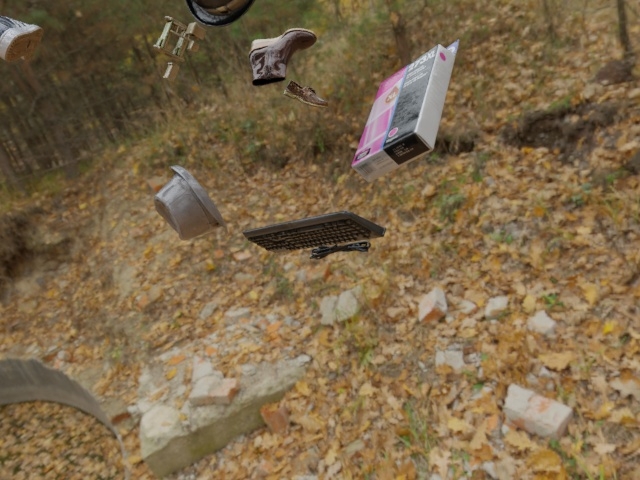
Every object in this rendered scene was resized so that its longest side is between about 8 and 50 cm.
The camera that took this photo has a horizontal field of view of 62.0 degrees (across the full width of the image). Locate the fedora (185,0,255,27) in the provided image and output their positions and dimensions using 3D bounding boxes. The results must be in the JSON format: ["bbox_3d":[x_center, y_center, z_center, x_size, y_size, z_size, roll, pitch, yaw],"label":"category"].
[{"bbox_3d":[-0.318,-0.784,1.524,0.334,0.334,0.152,-2,0,34],"label":"fedora"}]

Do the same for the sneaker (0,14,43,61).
[{"bbox_3d":[-0.817,-0.534,1.352,0.099,0.153,0.282,-60,21,13],"label":"sneaker"}]

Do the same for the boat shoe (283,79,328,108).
[{"bbox_3d":[-0.049,-0.512,1.869,0.178,0.060,0.064,28,20,21],"label":"boat shoe"}]

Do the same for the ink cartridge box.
[{"bbox_3d":[0.190,-0.301,1.154,0.175,0.069,0.371,-23,35,46],"label":"ink cartridge box"}]

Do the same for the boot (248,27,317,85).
[{"bbox_3d":[-0.126,-0.630,1.858,0.248,0.090,0.207,-9,60,3],"label":"boot"}]

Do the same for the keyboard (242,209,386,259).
[{"bbox_3d":[0.000,0.000,1.113,0.317,0.033,0.201,-8,-22,45],"label":"keyboard"}]

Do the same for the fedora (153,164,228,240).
[{"bbox_3d":[-0.376,-0.081,1.491,0.124,0.244,0.275,-40,-7,-14],"label":"fedora"}]

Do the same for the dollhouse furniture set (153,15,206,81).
[{"bbox_3d":[-0.479,-0.630,1.753,0.101,0.182,0.161,21,2,-38],"label":"dollhouse furniture set"}]
